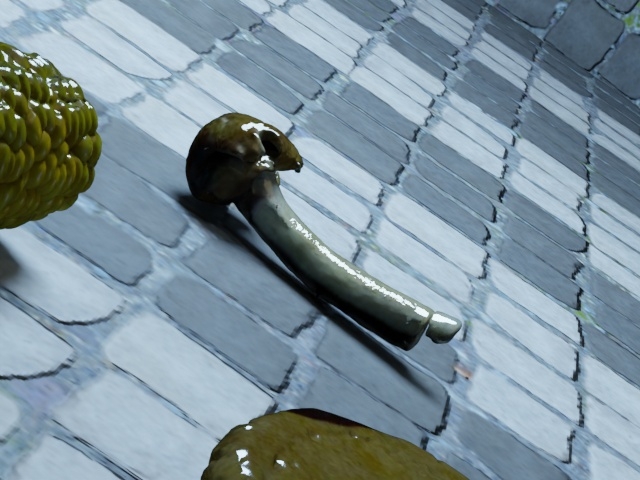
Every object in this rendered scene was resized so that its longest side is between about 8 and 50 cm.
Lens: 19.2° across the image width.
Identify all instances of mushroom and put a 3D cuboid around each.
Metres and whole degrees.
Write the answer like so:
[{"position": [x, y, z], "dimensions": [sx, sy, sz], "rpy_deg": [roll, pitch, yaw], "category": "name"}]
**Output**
[{"position": [0.000, 0.000, 1.058], "dimensions": [0.187, 0.060, 0.061], "rpy_deg": [43, 10, 12], "category": "mushroom"}]

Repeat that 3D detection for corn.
[{"position": [-0.180, -0.042, 0.725], "dimensions": [0.101, 0.101, 0.310], "rpy_deg": [38, 17, 11], "category": "corn"}]

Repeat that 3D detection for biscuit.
[{"position": [0.045, 0.144, 0.737], "dimensions": [0.226, 0.042, 0.226], "rpy_deg": [33, 15, -10], "category": "biscuit"}]
